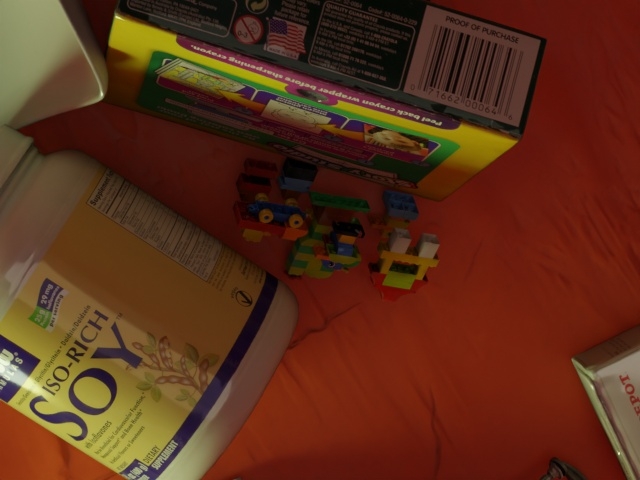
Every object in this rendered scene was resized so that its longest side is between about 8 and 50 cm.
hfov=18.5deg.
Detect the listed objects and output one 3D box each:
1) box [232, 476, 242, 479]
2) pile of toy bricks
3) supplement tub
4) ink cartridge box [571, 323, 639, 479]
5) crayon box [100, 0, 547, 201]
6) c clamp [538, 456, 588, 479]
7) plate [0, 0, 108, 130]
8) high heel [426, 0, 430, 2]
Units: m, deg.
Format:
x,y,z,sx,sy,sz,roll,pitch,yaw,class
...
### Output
x,y,z,sx,sy,sz,roll,pitch,yaw,class
-0.094,0.336,1.958,0.109,0.042,0.178,-24,54,-2,box
0.000,0.000,1.944,0.212,0.118,0.105,10,125,-22,pile of toy bricks
-0.214,0.064,1.853,0.331,0.241,0.241,33,94,-8,supplement tub
0.387,0.148,1.989,0.218,0.092,0.158,-26,99,-3,ink cartridge box
-0.013,-0.156,1.797,0.363,0.313,0.106,17,80,-7,crayon box
0.215,0.280,1.991,0.160,0.022,0.137,-36,112,-26,c clamp
-0.306,-0.240,1.815,0.045,0.278,0.277,-31,101,-33,plate
0.010,-0.243,1.714,0.093,0.186,0.261,-30,117,25,high heel
